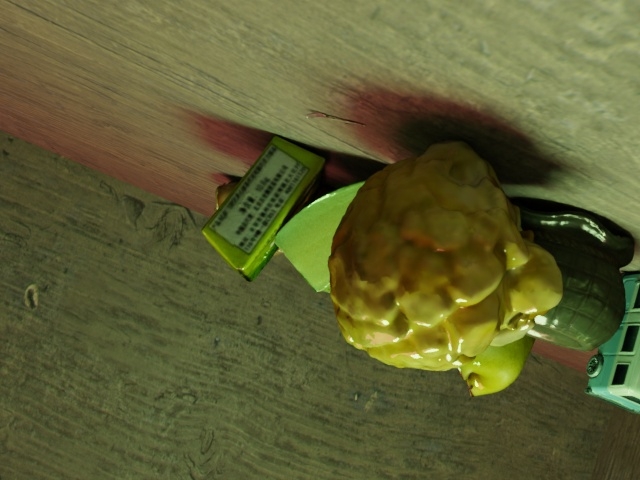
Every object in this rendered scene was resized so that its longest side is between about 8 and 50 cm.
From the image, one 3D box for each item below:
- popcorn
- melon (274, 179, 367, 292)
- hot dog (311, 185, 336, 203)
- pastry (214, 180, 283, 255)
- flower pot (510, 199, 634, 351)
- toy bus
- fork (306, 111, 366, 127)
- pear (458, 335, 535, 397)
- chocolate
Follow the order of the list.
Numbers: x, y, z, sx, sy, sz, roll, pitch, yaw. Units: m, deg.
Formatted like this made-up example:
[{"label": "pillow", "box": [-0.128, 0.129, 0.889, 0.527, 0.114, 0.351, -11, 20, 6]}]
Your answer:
[{"label": "popcorn", "box": [0.165, 0.036, 1.144, 0.354, 0.344, 0.390, -8, 168, -40]}, {"label": "melon", "box": [0.126, -0.006, 1.505, 0.331, 0.343, 0.226, 41, -161, -37]}, {"label": "hot dog", "box": [0.004, -0.076, 1.849, 0.326, 0.107, 0.194, 16, 154, 5]}, {"label": "pastry", "box": [-0.187, -0.060, 2.224, 0.316, 0.184, 0.284, 20, 172, 11]}, {"label": "flower pot", "box": [0.414, 0.067, 1.335, 0.302, 0.213, 0.302, 21, 172, 3]}, {"label": "toy bus", "box": [0.651, 0.198, 1.426, 0.133, 0.271, 0.165, 23, 166, -6]}, {"label": "fork", "box": [0.026, -0.210, 1.243, 0.115, 0.012, 0.016, 13, 174, 22]}, {"label": "pear", "box": [0.386, 0.142, 1.610, 0.191, 0.386, 0.340, -18, 140, 16]}, {"label": "chocolate", "box": [-0.125, -0.068, 1.605, 0.137, 0.301, 0.289, 36, 173, 2]}]
